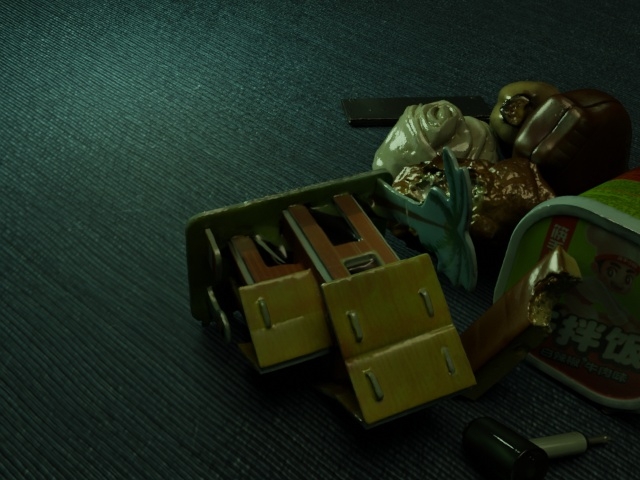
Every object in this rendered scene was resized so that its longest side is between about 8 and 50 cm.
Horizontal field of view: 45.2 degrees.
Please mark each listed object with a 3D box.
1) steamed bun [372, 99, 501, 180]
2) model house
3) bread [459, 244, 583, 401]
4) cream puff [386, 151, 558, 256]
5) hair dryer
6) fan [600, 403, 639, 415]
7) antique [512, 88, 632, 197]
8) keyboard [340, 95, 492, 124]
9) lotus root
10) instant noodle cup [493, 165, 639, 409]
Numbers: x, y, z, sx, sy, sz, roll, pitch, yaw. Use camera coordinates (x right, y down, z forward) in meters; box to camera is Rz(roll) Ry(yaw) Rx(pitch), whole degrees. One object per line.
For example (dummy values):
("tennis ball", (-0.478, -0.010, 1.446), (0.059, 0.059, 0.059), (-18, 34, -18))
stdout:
("steamed bun", (0.218, -0.175, 1.381), (0.218, 0.144, 0.211), (23, 42, 19))
("model house", (0.026, 0.056, 0.941), (0.300, 0.340, 0.323), (-16, 48, -21))
("bread", (0.249, 0.110, 0.989), (0.049, 0.226, 0.088), (28, 36, -16))
("cream puff", (0.227, -0.049, 1.193), (0.269, 0.241, 0.155), (8, 82, 5))
("hair dryer", (0.279, 0.253, 0.948), (0.198, 0.057, 0.100), (2, 13, -26))
("fan", (0.488, 0.236, 1.025), (0.227, 0.008, 0.152), (9, 40, 3))
("antique", (0.419, -0.144, 1.288), (0.278, 0.223, 0.129), (18, 23, -47))
("keyboard", (0.201, -0.267, 1.587), (0.310, 0.018, 0.101), (-3, 39, -10))
("lotus root", (0.381, -0.216, 1.415), (0.140, 0.154, 0.257), (15, 7, 18))
("instant noodle cup", (0.441, 0.037, 1.082), (0.294, 0.294, 0.308), (33, 40, 29))
